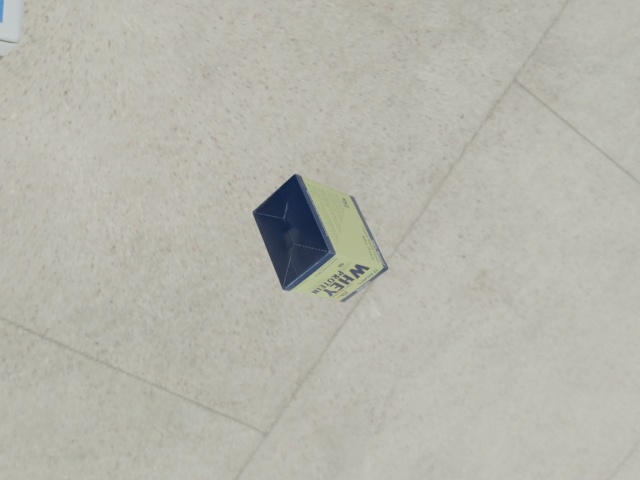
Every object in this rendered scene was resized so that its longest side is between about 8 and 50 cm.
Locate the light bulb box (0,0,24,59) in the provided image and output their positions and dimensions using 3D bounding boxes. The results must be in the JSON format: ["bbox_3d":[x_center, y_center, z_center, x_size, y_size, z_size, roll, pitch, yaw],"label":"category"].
[{"bbox_3d":[-0.399,-0.321,0.507,0.357,0.225,0.361,2,91,-31],"label":"light bulb box"}]

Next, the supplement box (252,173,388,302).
[{"bbox_3d":[0.000,0.000,0.628,0.056,0.083,0.083,-39,148,26],"label":"supplement box"}]
